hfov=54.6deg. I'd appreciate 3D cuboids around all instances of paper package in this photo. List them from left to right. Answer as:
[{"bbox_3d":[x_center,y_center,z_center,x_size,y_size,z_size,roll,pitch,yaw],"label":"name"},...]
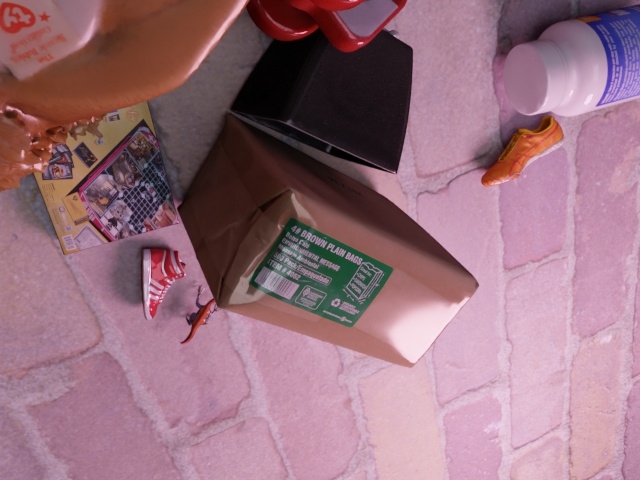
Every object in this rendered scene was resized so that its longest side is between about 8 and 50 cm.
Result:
[{"bbox_3d":[0.000,0.000,0.862,0.324,0.309,0.168,25,104,-32],"label":"paper package"}]

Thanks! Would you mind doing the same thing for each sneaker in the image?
[{"bbox_3d":[-0.240,0.068,0.952,0.067,0.042,0.119,-3,115,-20],"label":"sneaker"},{"bbox_3d":[0.349,-0.157,1.100,0.175,0.064,0.067,-38,106,-8],"label":"sneaker"}]

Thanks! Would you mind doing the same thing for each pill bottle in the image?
[{"bbox_3d":[0.442,-0.287,1.005,0.271,0.152,0.152,-16,122,-16],"label":"pill bottle"}]

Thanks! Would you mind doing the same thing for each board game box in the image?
[{"bbox_3d":[-0.297,-0.113,0.826,0.165,0.042,0.243,-16,122,-16],"label":"board game box"}]

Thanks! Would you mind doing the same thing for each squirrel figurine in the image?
[{"bbox_3d":[-0.264,-0.251,0.533,0.281,0.371,0.397,14,128,-33],"label":"squirrel figurine"}]

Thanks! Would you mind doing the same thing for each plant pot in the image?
[{"bbox_3d":[0.017,-0.211,0.845,0.187,0.188,0.167,20,94,-31],"label":"plant pot"}]

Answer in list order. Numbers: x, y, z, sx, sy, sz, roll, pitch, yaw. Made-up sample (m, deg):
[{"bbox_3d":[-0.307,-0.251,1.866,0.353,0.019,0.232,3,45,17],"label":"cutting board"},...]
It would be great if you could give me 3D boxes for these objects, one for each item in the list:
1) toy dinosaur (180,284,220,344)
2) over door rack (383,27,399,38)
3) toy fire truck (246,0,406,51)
[{"bbox_3d":[-0.182,0.120,0.991,0.047,0.090,0.082,20,152,-22],"label":"toy dinosaur"},{"bbox_3d":[0.047,-0.430,0.772,0.324,0.108,0.240,27,102,-33],"label":"over door rack"},{"bbox_3d":[0.002,-0.375,0.662,0.254,0.169,0.302,-48,110,-15],"label":"toy fire truck"}]
